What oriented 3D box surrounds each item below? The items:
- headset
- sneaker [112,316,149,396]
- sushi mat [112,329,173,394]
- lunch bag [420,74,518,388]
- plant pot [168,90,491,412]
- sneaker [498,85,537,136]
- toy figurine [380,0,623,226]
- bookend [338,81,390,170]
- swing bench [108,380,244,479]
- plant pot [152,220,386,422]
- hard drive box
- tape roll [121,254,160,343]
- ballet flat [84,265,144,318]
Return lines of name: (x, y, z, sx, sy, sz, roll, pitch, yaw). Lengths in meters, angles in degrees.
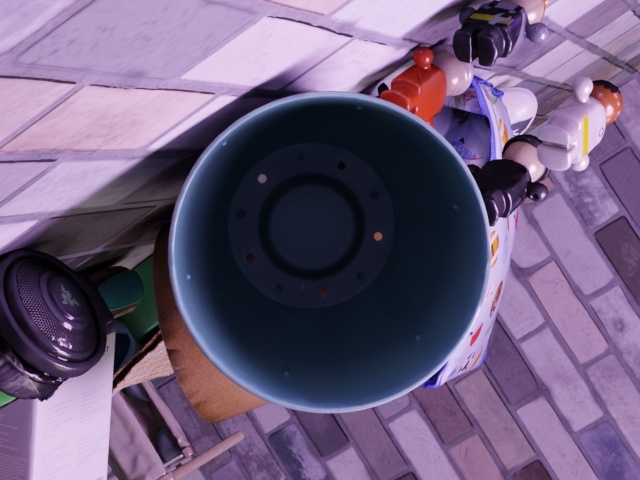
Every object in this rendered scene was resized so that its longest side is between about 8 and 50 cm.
headset: (-0.306, 0.134, 1.333, 0.243, 0.185, 0.394, -32, 171, 0)
sneaker: (-0.390, 0.220, 2.004, 0.366, 0.135, 0.150, -42, 176, -11)
sushi mat: (-0.204, 0.148, 1.999, 0.151, 0.019, 0.316, -45, 173, 6)
lunch bag: (0.139, -0.031, 1.892, 0.328, 0.239, 0.385, -7, 114, -76)
plant pot: (0.000, 0.000, 1.417, 0.293, 0.293, 0.235, -32, -172, -1)
sneaker: (0.224, -0.158, 2.163, 0.235, 0.094, 0.153, -22, -177, 2)
toy figurine: (0.196, -0.146, 1.533, 0.148, 0.213, 0.209, -40, 179, -44)
bookend: (0.045, -0.079, 1.664, 0.156, 0.072, 0.157, -23, 137, 17)
swing bench: (-0.311, 0.307, 2.515, 0.165, 0.253, 0.254, -35, 173, 29)
plant pot: (-0.026, 0.065, 1.639, 0.254, 0.237, 0.237, -13, 179, 13)
hard drive box: (-0.335, 0.226, 1.759, 0.089, 0.232, 0.181, 10, -169, 21)
tape roll: (-0.126, 0.025, 1.949, 0.321, 0.077, 0.321, -32, 175, -3)
ballet flat: (-0.273, 0.075, 1.636, 0.067, 0.073, 0.206, -19, 177, 23)
